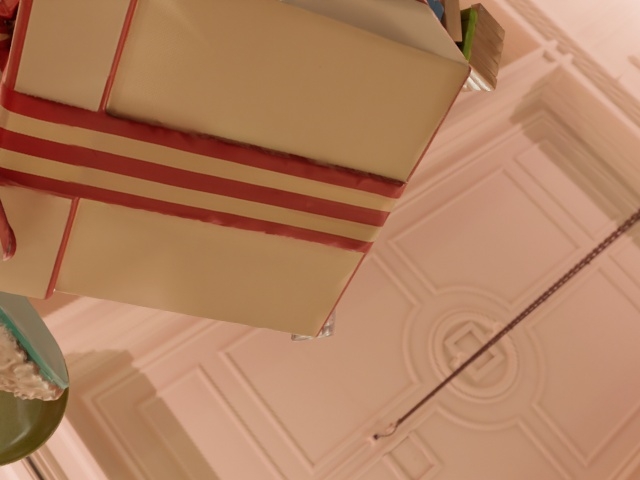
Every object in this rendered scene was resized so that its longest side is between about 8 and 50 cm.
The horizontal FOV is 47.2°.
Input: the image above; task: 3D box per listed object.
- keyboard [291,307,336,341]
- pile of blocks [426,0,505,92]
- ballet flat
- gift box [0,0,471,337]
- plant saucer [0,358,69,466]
[{"bbox_3d":[0.000,0.000,0.925,0.072,0.014,0.255,-4,-79,-47],"label":"keyboard"},{"bbox_3d":[0.131,-0.292,1.067,0.362,0.113,0.148,-9,-83,-47],"label":"pile of blocks"},{"bbox_3d":[-0.414,0.021,0.760,0.147,0.408,0.147,-17,-152,9],"label":"ballet flat"},{"bbox_3d":[-0.085,-0.101,0.456,0.258,0.255,0.276,14,-150,-21],"label":"gift box"},{"bbox_3d":[-0.455,0.187,0.971,0.241,0.037,0.241,28,-137,-30],"label":"plant saucer"}]
